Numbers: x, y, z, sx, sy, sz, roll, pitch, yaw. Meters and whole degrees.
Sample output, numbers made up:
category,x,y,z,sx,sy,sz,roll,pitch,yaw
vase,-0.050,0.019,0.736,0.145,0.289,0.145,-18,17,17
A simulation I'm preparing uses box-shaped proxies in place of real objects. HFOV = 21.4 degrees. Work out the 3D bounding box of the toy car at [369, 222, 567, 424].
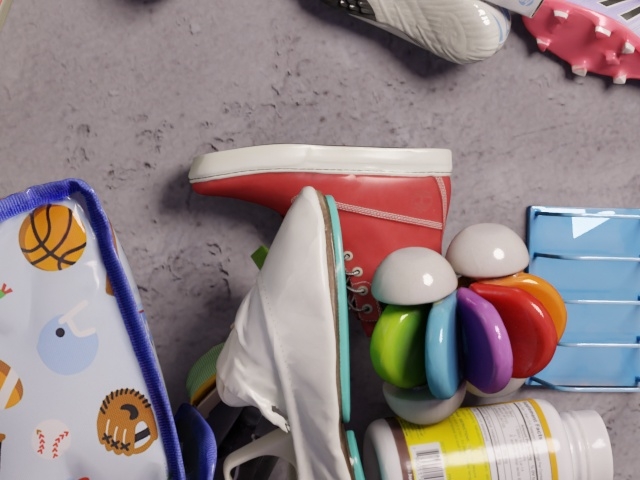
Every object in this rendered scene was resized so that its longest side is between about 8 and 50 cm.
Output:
category,x,y,z,sx,sy,sz,roll,pitch,yaw
toy car,0.136,0.082,1.483,0.182,0.136,0.159,-17,114,-28

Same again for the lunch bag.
category,x,y,z,sx,sy,sz,roll,pitch,yaw
lunch bag,-0.219,0.154,1.379,0.239,0.328,0.385,-19,93,-11

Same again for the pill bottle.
category,x,y,z,sx,sy,sz,roll,pitch,yaw
pill bottle,0.153,0.209,1.548,0.215,0.117,0.117,-6,93,-9

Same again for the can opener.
category,x,y,z,sx,sy,sz,roll,pitch,yaw
can opener,-0.099,0.238,1.542,0.095,0.076,0.283,28,87,23

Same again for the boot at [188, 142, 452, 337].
category,x,y,z,sx,sy,sz,roll,pitch,yaw
boot,0.000,0.000,1.534,0.244,0.088,0.176,2,93,-13

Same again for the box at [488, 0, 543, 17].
category,x,y,z,sx,sy,sz,roll,pitch,yaw
box,0.119,-0.292,1.527,0.186,0.038,0.145,18,49,-9

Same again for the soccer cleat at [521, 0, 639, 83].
category,x,y,z,sx,sy,sz,roll,pitch,yaw
soccer cleat,0.308,-0.196,1.592,0.248,0.083,0.095,17,59,-5

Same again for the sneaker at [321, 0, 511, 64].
category,x,y,z,sx,sy,sz,roll,pitch,yaw
sneaker,0.065,-0.239,1.549,0.237,0.086,0.085,31,115,2

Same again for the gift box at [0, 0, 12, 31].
category,x,y,z,sx,sy,sz,roll,pitch,yaw
gift box,-0.388,-0.189,1.373,0.255,0.258,0.276,17,90,-10

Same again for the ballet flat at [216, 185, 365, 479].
category,x,y,z,sx,sy,sz,roll,pitch,yaw
ballet flat,-0.024,0.157,1.440,0.139,0.139,0.400,-11,107,-9

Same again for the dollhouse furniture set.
category,x,y,z,sx,sy,sz,roll,pitch,yaw
dollhouse furniture set,-0.080,0.081,1.508,0.151,0.076,0.058,-45,115,4

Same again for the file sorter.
category,x,y,z,sx,sy,sz,roll,pitch,yaw
file sorter,0.261,0.054,1.569,0.118,0.104,0.170,1,91,-10
